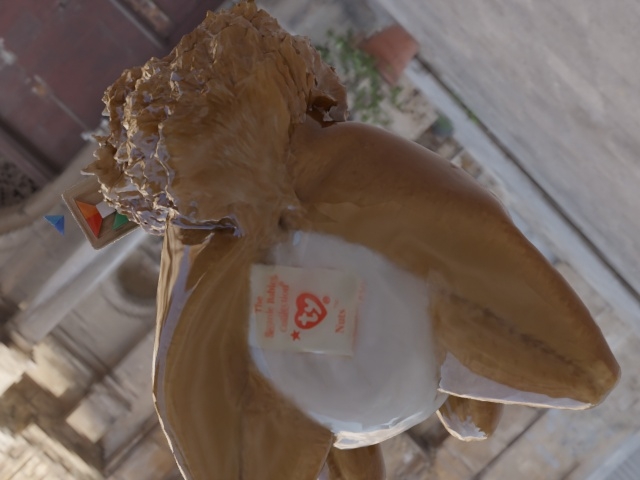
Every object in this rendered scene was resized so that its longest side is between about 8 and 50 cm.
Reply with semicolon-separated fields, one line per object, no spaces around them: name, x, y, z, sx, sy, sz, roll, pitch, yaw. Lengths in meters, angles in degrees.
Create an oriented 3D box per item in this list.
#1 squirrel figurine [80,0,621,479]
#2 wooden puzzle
squirrel figurine;0.000;0.000;0.858;0.397;0.281;0.370;56;-171;0
wooden puzzle;-0.224;-0.036;1.143;0.078;0.116;0.014;52;172;-2
